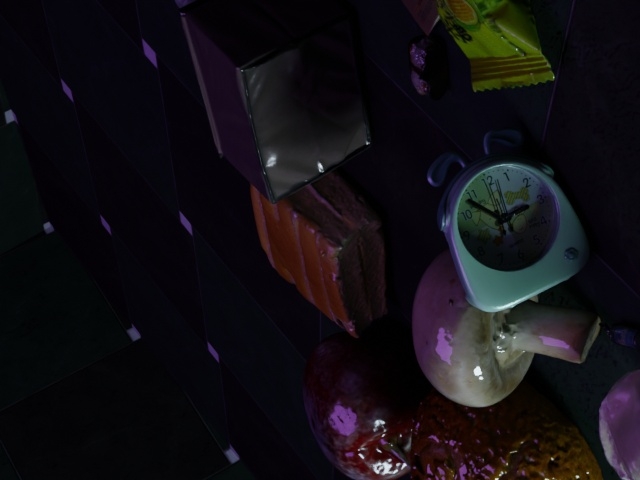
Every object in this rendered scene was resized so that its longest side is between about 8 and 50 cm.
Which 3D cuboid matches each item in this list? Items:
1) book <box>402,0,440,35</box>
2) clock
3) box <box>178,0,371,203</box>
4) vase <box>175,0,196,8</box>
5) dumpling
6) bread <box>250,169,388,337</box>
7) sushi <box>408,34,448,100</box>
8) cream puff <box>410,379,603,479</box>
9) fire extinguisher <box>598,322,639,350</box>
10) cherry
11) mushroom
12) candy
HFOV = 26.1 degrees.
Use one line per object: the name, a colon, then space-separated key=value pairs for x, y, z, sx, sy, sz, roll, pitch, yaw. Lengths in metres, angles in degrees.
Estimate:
book: x=0.084 y=-0.336 z=1.534 sx=0.199 sy=0.016 sz=0.138 roll=55 pitch=161 yaw=8
clock: x=0.204 y=-0.027 z=1.531 sx=0.060 sy=0.148 sz=0.188 roll=-156 pitch=42 yaw=-82
box: x=-0.052 y=-0.206 z=1.810 sx=0.153 sy=0.188 sz=0.252 roll=42 pitch=153 yaw=38
vase: x=-0.160 y=-0.387 z=1.945 sx=0.096 sy=0.096 sz=0.219 roll=57 pitch=163 yaw=3
dumpling: x=0.377 y=0.200 z=1.503 sx=0.199 sy=0.118 sz=0.136 roll=-25 pitch=87 yaw=43
bread: x=0.000 y=0.000 z=2.104 sx=0.239 sy=0.111 sz=0.246 roll=45 pitch=157 yaw=34
sushi: x=0.118 y=-0.202 z=1.609 sx=0.046 sy=0.044 sz=0.083 roll=41 pitch=152 yaw=38
cream puff: x=0.235 y=0.320 z=1.870 sx=0.303 sy=0.212 sz=0.303 roll=43 pitch=152 yaw=30
fire extinguisher: x=0.349 y=0.110 z=1.552 sx=0.038 sy=0.025 sz=0.083 roll=41 pitch=168 yaw=-25
cherry: x=0.071 y=0.253 z=2.180 sx=0.300 sy=0.203 sz=0.230 roll=46 pitch=166 yaw=52
mushroom: x=0.221 y=0.100 z=1.639 sx=0.215 sy=0.207 sz=0.207 roll=8 pitch=134 yaw=26
candy: x=0.156 y=-0.263 z=1.391 sx=0.149 sy=0.069 sz=0.246 roll=18 pitch=135 yaw=65
